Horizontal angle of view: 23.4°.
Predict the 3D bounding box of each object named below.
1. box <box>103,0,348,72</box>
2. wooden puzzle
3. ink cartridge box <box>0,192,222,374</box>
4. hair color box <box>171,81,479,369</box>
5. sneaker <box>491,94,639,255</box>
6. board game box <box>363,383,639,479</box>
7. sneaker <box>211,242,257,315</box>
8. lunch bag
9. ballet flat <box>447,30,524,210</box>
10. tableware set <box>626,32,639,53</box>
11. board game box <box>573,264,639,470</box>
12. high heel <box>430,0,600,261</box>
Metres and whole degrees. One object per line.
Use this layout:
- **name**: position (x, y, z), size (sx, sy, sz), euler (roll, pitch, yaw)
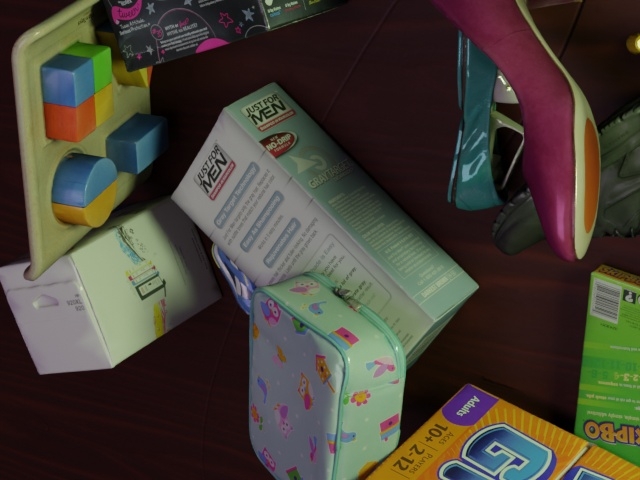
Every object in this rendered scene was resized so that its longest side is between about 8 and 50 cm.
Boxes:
- **box**: position (-0.121, -0.311, 1.866), size (0.247, 0.163, 0.142), euler (-9, 103, 41)
- **wooden puzzle**: position (-0.277, -0.155, 1.977), size (0.080, 0.322, 0.348), euler (14, 121, 15)
- **ink cartridge box**: position (-0.293, 0.061, 2.150), size (0.171, 0.233, 0.168), euler (-10, 106, 42)
- **hair color box**: position (0.000, 0.000, 1.964), size (0.374, 0.113, 0.185), euler (45, 133, 10)
- **sneaker**: position (0.302, -0.044, 1.705), size (0.130, 0.109, 0.286), euler (51, 135, 0)
- **board game box**: position (0.212, 0.464, 1.844), size (0.356, 0.356, 0.356), euler (25, 132, 28)
- **sneaker**: position (-0.091, 0.051, 2.107), size (0.059, 0.053, 0.144), euler (-35, 90, 42)
- **lunch bag**: position (-0.001, 0.182, 1.888), size (0.224, 0.108, 0.279), euler (38, 133, 46)
- **ballet flat**: position (0.195, -0.147, 1.765), size (0.087, 0.083, 0.247), euler (6, 118, 10)
- **tableware set**: position (0.374, -0.157, 1.598), size (0.154, 0.104, 0.024), euler (52, 178, -10)
- **board game box**: position (0.364, 0.163, 1.807), size (0.124, 0.039, 0.259), euler (20, 121, 31)
- **high heel**: position (0.189, -0.147, 1.612), size (0.181, 0.127, 0.377), euler (-9, 65, 18)
